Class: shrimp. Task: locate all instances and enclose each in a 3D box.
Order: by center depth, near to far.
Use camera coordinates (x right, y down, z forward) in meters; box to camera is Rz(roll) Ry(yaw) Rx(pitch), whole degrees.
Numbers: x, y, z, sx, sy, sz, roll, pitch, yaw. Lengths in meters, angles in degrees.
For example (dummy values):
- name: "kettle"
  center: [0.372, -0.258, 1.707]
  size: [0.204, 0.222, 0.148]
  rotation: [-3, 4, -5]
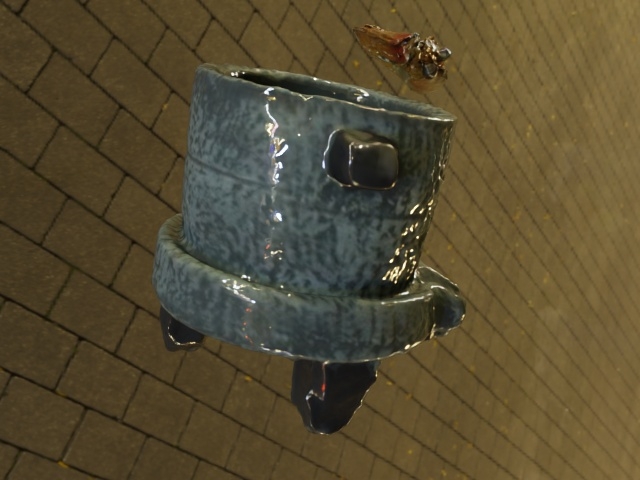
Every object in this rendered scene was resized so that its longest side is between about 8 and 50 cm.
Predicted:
- name: "shrimp"
  center: [0.114, -0.256, 0.926]
  size: [0.154, 0.294, 0.062]
  rotation: [30, 97, -8]

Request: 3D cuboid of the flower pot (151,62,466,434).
- name: "flower pot"
  center: [0.000, 0.000, 0.632]
  size: [0.299, 0.299, 0.283]
  rotation: [-6, 115, -49]
